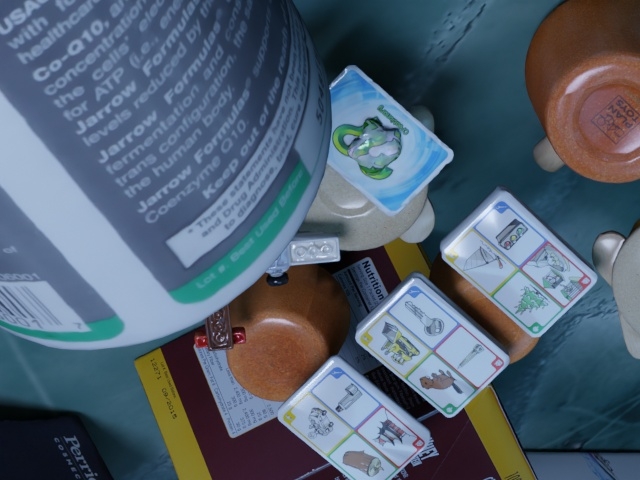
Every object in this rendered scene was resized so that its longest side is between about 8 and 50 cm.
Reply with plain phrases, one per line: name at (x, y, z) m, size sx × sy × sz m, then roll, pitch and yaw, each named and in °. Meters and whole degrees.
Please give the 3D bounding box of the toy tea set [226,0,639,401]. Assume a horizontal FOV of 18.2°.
toy tea set at (0.085, -0.023, 1.142) m, size 0.336 × 0.124 × 0.200 m, roll -11°, pitch 113°, yaw 11°

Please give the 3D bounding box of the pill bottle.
pill bottle at (-0.140, -0.119, 0.779) m, size 0.204 × 0.204 × 0.361 m, roll -28°, pitch 147°, yaw 3°

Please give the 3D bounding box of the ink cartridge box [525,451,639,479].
ink cartridge box at (0.213, 0.280, 1.574) m, size 0.232 × 0.168 × 0.171 m, roll 5°, pitch 135°, yaw -37°

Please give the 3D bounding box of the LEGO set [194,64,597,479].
LEGO set at (0.000, 0.000, 1.079) m, size 0.244 × 0.060 × 0.182 m, roll 40°, pitch 105°, yaw -18°

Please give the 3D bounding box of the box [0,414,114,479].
box at (-0.205, 0.285, 1.100) m, size 0.179 × 0.343 × 0.312 m, roll -41°, pitch 157°, yaw 22°

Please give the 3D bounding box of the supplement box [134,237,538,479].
supplement box at (0.018, 0.124, 1.274) m, size 0.194 × 0.129 × 0.191 m, roll -27°, pitch 146°, yaw 2°
